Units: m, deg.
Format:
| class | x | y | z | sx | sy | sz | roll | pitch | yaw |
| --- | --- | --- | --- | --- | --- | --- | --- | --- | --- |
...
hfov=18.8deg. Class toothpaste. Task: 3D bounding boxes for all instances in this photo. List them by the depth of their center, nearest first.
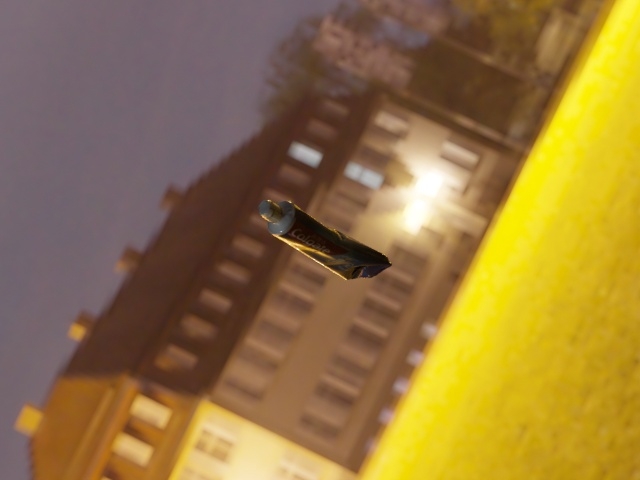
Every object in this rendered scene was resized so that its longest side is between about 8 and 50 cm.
| class | x | y | z | sx | sy | sz | roll | pitch | yaw |
| --- | --- | --- | --- | --- | --- | --- | --- | --- | --- |
| toothpaste | 0.000 | 0.000 | 0.958 | 0.027 | 0.083 | 0.019 | -28 | 49 | 30 |
